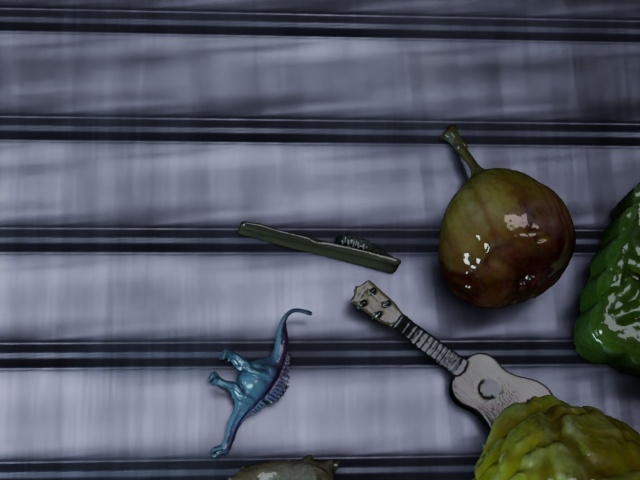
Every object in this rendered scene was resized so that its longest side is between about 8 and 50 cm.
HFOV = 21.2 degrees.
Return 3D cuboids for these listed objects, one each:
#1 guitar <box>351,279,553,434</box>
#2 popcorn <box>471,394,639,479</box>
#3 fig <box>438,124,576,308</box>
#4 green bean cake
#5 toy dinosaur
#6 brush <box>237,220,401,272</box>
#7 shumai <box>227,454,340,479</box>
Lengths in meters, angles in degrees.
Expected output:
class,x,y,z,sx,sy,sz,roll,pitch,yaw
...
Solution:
class,x,y,z,sx,sy,sz,roll,pitch,yaw
guitar,0.145,0.137,1.954,0.271,0.038,0.084,37,74,-1
popcorn,0.276,0.315,1.827,0.282,0.247,0.282,-1,94,-13
fig,0.192,-0.039,1.951,0.160,0.143,0.231,-28,81,18
green bean cake,0.433,0.065,1.967,0.248,0.125,0.222,22,74,-2
toy dinosaur,-0.077,0.154,1.921,0.080,0.045,0.197,34,81,-12
brush,0.000,0.000,1.974,0.190,0.034,0.028,13,65,-4
shumai,-0.060,0.296,1.850,0.201,0.120,0.201,-11,121,-19
